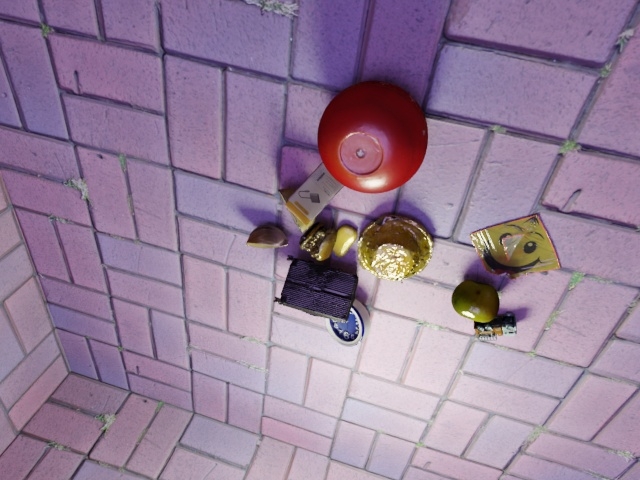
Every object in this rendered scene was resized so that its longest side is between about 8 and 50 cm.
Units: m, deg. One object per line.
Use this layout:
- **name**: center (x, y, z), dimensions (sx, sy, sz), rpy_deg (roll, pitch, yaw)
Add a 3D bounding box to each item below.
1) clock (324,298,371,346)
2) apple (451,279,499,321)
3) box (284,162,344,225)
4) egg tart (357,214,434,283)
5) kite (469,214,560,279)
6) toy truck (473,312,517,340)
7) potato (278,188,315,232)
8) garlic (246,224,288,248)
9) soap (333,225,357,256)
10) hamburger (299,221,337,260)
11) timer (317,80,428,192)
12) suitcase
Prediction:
- **clock**: center (0.129, 0.385, 2.248), dimensions (0.230, 0.083, 0.230), rpy_deg (13, 109, 41)
- **apple**: center (0.645, 0.249, 1.960), dimensions (0.197, 0.196, 0.156), rpy_deg (15, 94, 8)
- **box**: center (-0.018, -0.189, 1.862), dimensions (0.247, 0.033, 0.129), rpy_deg (-46, 106, -2)
- **egg tart**: center (0.303, 0.053, 1.962), dimensions (0.342, 0.132, 0.341), rpy_deg (9, 127, 12)
- **kite**: center (0.773, 0.027, 1.856), dimensions (0.378, 0.013, 0.327), rpy_deg (19, 129, 6)
- **toy truck**: center (0.775, 0.386, 2.084), dimensions (0.178, 0.080, 0.115), rpy_deg (-8, 128, 26)
- **potato**: center (-0.080, -0.142, 1.956), dimensions (0.117, 0.182, 0.202), rpy_deg (-28, 92, -1)
- **garlic**: center (-0.230, -0.017, 2.115), dimensions (0.196, 0.101, 0.087), rpy_deg (3, 158, 9)
- **soap**: center (0.098, 0.001, 2.058), dimensions (0.089, 0.033, 0.168), rpy_deg (33, 130, 0)
- **hamburger**: center (0.000, 0.000, 1.997), dimensions (0.131, 0.159, 0.185), rpy_deg (36, 163, 13)
- **timer**: center (0.174, -0.344, 1.613), dimensions (0.378, 0.279, 0.377), rpy_deg (11, 127, 15)
- **suitcase**: center (-0.011, 0.223, 2.121), dimensions (0.335, 0.229, 0.152), rpy_deg (15, 170, 8)
